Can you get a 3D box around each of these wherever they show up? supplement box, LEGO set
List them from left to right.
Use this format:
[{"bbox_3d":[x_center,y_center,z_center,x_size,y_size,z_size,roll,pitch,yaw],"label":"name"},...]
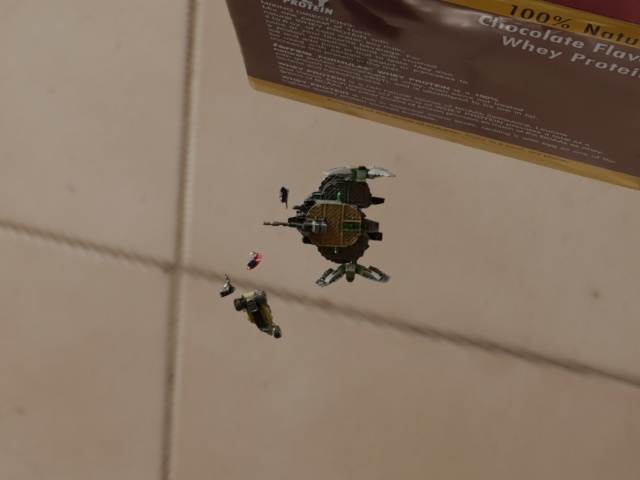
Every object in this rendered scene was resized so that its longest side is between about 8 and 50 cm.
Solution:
[{"bbox_3d":[-0.002,-0.001,0.742,0.083,0.023,0.054,-27,109,13],"label":"LEGO set"},{"bbox_3d":[0.069,-0.128,0.799,0.191,0.129,0.194,15,167,8],"label":"supplement box"}]
